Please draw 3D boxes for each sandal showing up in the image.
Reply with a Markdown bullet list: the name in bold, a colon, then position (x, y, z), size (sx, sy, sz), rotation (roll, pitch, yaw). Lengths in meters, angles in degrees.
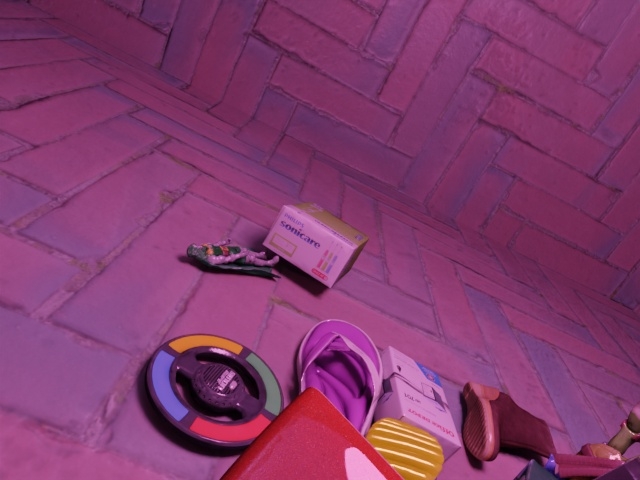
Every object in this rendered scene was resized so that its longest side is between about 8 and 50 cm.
- **sandal**: position (0.099, 0.377, 0.683), size (0.126, 0.138, 0.317), rotation (18, 19, 11)
- **sandal**: position (0.034, 0.243, 0.863), size (0.169, 0.102, 0.416), rotation (8, 25, 2)

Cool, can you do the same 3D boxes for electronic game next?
- **electronic game**: position (-0.164, 0.234, 0.778), size (0.229, 0.048, 0.229), rotation (25, 23, -11)

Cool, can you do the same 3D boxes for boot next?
- **boot**: position (0.409, 0.406, 1.022), size (0.206, 0.090, 0.248), rotation (28, 19, 3)

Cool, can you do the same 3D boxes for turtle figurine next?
- **turtle figurine**: position (0.617, 0.456, 0.944), size (0.274, 0.266, 0.197), rotation (41, 23, 19)

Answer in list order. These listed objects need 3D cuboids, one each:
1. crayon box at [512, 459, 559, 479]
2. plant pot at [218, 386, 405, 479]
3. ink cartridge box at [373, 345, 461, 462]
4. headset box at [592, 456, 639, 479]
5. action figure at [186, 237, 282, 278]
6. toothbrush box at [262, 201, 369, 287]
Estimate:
- **crayon box**: position (0.211, 0.437, 0.586), size (0.083, 0.203, 0.323), rotation (37, 24, 19)
- **plant pot**: position (-0.037, 0.355, 0.439), size (0.267, 0.267, 0.235), rotation (41, 38, 26)
- **ink cartridge box**: position (0.173, 0.317, 0.933), size (0.139, 0.082, 0.191), rotation (32, 20, -15)
- **headset box**: position (0.528, 0.508, 0.706), size (0.246, 0.131, 0.283), rotation (49, 13, -16)
- **action figure**: position (-0.206, 0.035, 1.124), size (0.232, 0.064, 0.137), rotation (7, 21, -47)
- **toothbrush box**: position (0.000, 0.000, 1.302), size (0.206, 0.122, 0.283), rotation (32, 11, 8)
